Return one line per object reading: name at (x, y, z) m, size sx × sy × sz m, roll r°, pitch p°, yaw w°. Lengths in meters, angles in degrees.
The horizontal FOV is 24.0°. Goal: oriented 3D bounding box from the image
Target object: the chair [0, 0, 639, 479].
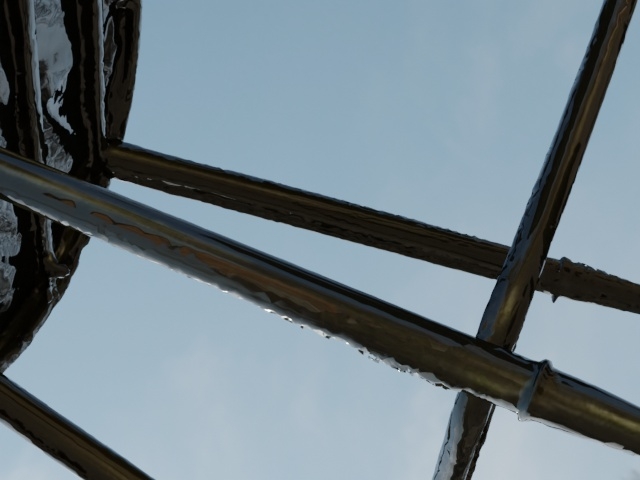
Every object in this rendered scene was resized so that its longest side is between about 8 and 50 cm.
chair at (0.000, 0.000, 0.797) m, size 0.365 × 0.410 × 0.362 m, roll 97°, pitch -166°, yaw -52°
